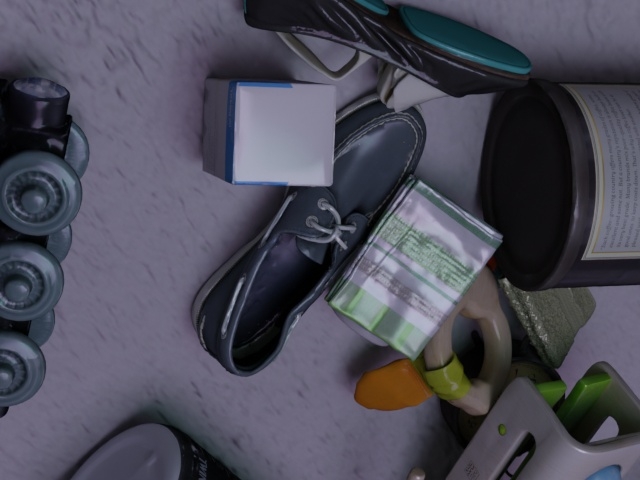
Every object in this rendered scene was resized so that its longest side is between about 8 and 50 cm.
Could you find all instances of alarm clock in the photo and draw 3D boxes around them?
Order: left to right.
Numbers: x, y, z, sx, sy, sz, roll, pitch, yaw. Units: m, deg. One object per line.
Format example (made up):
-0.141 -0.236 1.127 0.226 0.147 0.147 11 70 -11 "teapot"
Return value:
0.200 0.186 1.540 0.129 0.064 0.192 -22 118 -6 "alarm clock"

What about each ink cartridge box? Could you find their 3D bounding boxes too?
-0.051 -0.100 1.274 0.092 0.143 0.090 0 99 -18 "ink cartridge box"

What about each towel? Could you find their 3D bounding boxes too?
0.090 0.027 1.357 0.113 0.023 0.152 34 94 -8 "towel"
0.238 0.051 1.472 0.110 0.027 0.148 -52 126 -34 "towel"

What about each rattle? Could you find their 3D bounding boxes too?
0.132 0.083 1.471 0.130 0.143 0.199 23 63 -24 "rattle"

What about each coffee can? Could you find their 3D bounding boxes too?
0.322 -0.055 1.374 0.275 0.201 0.201 -1 117 -18 "coffee can"

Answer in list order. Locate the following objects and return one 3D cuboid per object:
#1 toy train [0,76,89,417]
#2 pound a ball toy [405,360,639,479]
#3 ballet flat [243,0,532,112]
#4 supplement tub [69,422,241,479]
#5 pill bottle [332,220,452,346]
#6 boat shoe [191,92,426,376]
-0.317 0.004 1.245 0.190 0.142 0.334 12 114 -10 "toy train"
0.182 0.283 1.446 0.208 0.135 0.319 -6 137 -35 "pound a ball toy"
0.055 -0.182 1.295 0.280 0.095 0.096 23 117 -16 "ballet flat"
-0.112 0.345 1.445 0.193 0.193 0.316 -41 120 5 "supplement tub"
0.078 0.031 1.412 0.078 0.078 0.137 30 104 -28 "pill bottle"
0.000 0.000 1.358 0.116 0.099 0.319 36 101 -28 "boat shoe"
